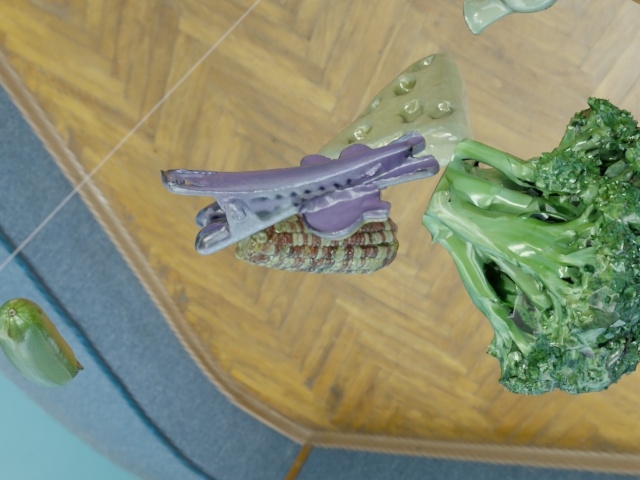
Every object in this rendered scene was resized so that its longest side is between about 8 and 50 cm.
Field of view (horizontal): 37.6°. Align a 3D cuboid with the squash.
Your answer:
[{"bbox_3d":[-0.341,0.133,1.137,0.066,0.066,0.252,24,157,11],"label":"squash"}]

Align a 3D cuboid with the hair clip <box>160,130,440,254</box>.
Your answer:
[{"bbox_3d":[-0.021,-0.053,0.971,0.278,0.137,0.090,-8,124,-9],"label":"hair clip"}]

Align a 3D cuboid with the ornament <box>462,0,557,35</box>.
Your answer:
[{"bbox_3d":[0.306,-0.386,1.485,0.156,0.075,0.081,-17,128,39],"label":"ornament"}]

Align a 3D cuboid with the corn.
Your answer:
[{"bbox_3d":[0.000,0.000,1.092,0.079,0.237,0.080,-4,84,46],"label":"corn"}]

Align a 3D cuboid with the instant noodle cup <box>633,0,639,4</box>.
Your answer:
[{"bbox_3d":[0.531,-0.434,1.384,0.215,0.172,0.216,0,99,-3],"label":"instant noodle cup"}]

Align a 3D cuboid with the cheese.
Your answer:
[{"bbox_3d":[0.159,-0.252,1.976,0.351,0.328,0.130,-15,130,28],"label":"cheese"}]

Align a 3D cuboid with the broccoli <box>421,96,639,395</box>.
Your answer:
[{"bbox_3d":[0.237,-0.005,0.909,0.275,0.308,0.308,27,140,-1],"label":"broccoli"}]
